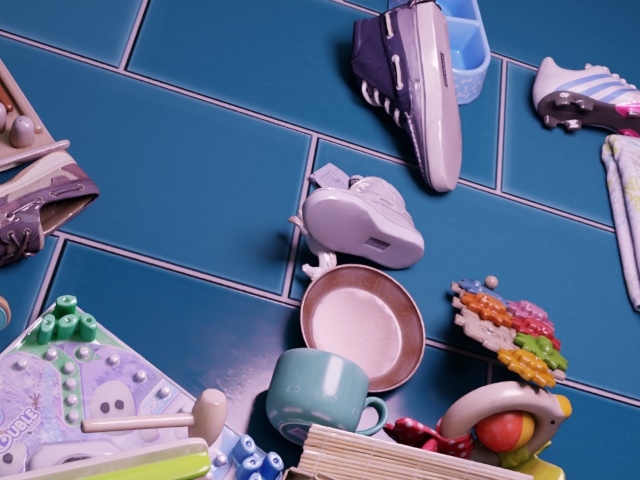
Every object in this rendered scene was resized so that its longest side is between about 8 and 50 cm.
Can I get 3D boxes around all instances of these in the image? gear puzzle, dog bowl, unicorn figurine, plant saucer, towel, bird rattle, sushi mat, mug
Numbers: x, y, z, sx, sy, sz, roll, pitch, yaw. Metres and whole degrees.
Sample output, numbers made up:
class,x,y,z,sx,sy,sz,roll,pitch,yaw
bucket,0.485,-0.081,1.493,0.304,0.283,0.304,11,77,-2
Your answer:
class,x,y,z,sx,sy,sz,roll,pitch,yaw
gear puzzle,0.277,0.126,1.535,0.175,0.044,0.339,26,15,-2
dog bowl,0.224,-0.386,1.962,0.165,0.074,0.297,4,57,-19
unicorn figurine,0.000,0.000,1.619,0.111,0.060,0.162,51,49,3
plant saucer,0.058,0.131,1.559,0.198,0.036,0.199,10,61,-18
towel,0.674,-0.015,1.875,0.320,0.090,0.375,10,54,-15
bird rattle,0.224,0.258,1.455,0.253,0.207,0.143,20,35,-18
sushi mat,0.112,0.340,1.394,0.316,0.152,0.019,15,12,-10
mug,0.005,0.220,1.423,0.157,0.129,0.097,7,56,16

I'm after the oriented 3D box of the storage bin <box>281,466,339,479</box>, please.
class,x,y,z,sx,sy,sz,roll,pitch,yaw
storage bin,0.029,0.437,1.236,0.260,0.123,0.262,22,65,12

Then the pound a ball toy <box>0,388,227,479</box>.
class,x,y,z,sx,sy,sz,roll,pitch,yaw
pound a ball toy,-0.233,0.308,1.236,0.319,0.136,0.208,-8,36,-25

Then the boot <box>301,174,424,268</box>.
class,x,y,z,sx,sy,sz,roll,pitch,yaw
boot,0.053,-0.048,1.618,0.258,0.095,0.123,28,34,-46

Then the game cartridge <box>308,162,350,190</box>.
class,x,y,z,sx,sy,sz,roll,pitch,yaw
game cartridge,0.027,-0.085,1.719,0.056,0.017,0.083,-34,74,-31

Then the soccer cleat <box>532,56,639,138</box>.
class,x,y,z,sx,sy,sz,roll,pitch,yaw
soccer cleat,0.550,-0.263,1.976,0.331,0.116,0.143,12,54,-13

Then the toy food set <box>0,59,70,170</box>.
class,x,y,z,sx,sy,sz,roll,pitch,yaw
toy food set,-0.533,-0.217,1.543,0.219,0.092,0.306,-24,68,-32

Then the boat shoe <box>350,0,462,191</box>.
class,x,y,z,sx,sy,sz,roll,pitch,yaw
boat shoe,0.144,-0.239,1.820,0.158,0.127,0.341,-9,76,23

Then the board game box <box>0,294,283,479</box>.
class,x,y,z,sx,sy,sz,roll,pitch,yaw
board game box,-0.295,0.300,1.311,0.390,0.050,0.390,37,53,5

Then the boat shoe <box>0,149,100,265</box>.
class,x,y,z,sx,sy,sz,roll,pitch,yaw
boat shoe,-0.413,-0.020,1.452,0.092,0.103,0.285,34,46,9

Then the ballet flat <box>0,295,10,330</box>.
class,x,y,z,sx,sy,sz,roll,pitch,yaw
ballet flat,-0.515,0.111,1.354,0.232,0.080,0.073,-12,35,-30
